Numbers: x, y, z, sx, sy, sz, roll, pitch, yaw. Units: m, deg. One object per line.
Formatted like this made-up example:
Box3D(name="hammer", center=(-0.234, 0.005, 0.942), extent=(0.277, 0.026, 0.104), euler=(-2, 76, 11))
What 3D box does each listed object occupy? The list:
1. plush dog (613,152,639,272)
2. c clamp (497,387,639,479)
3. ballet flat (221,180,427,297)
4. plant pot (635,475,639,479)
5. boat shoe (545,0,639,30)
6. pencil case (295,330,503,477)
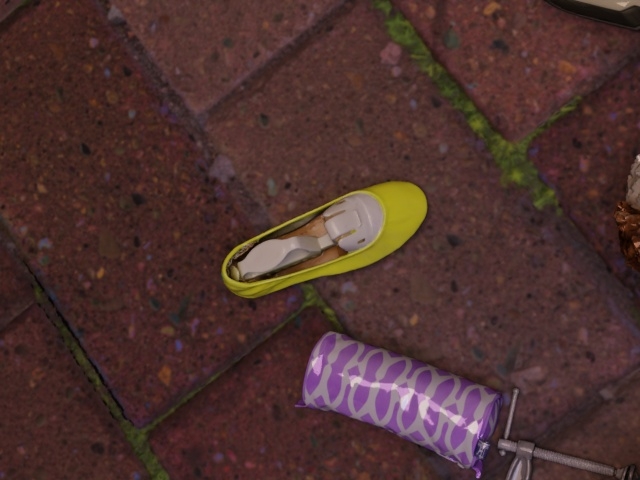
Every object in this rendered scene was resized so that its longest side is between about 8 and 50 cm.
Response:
Box3D(name="plush dog", center=(0.397, -0.037, 1.171), extent=(0.225, 0.211, 0.262), euler=(20, 59, 31))
Box3D(name="c clamp", center=(0.243, 0.235, 1.228), extent=(0.160, 0.022, 0.137), euler=(18, 88, 16))
Box3D(name="ballet flat", center=(0.000, 0.000, 1.300), extent=(0.231, 0.077, 0.077), euler=(-23, 76, 10))
Box3D(name="plant pot", center=(0.374, 0.275, 1.081), extent=(0.290, 0.290, 0.195), euler=(17, 51, 17))
Box3D(name="boat shoe", center=(0.371, -0.248, 1.220), extent=(0.302, 0.113, 0.103), euler=(19, 92, 18))
Box3D(name="pencil case", center=(0.081, 0.160, 1.255), extent=(0.206, 0.086, 0.088), euler=(21, 115, 18))
